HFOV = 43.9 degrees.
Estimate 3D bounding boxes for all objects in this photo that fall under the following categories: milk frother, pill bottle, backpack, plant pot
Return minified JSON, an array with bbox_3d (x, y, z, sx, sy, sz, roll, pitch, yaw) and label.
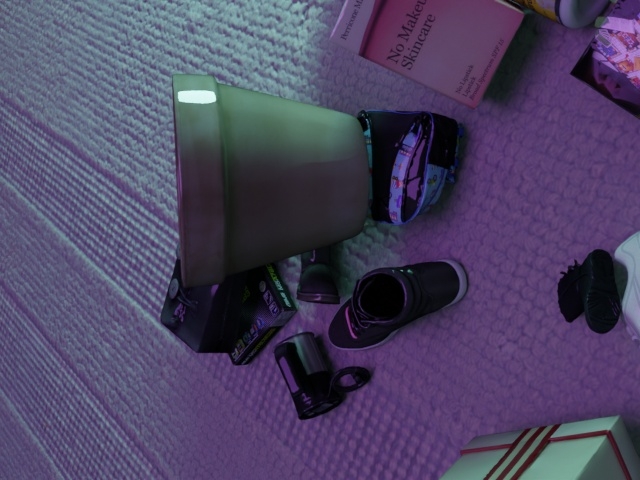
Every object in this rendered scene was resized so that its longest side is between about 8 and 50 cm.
[{"bbox_3d":[0.001,0.219,1.386,0.143,0.129,0.135,-23,67,-3],"label":"milk frother"},{"bbox_3d":[0.300,-0.367,1.078,0.184,0.103,0.103,43,118,38],"label":"pill bottle"},{"bbox_3d":[0.133,-0.111,1.231,0.158,0.116,0.174,10,96,45],"label":"backpack"},{"bbox_3d":[-0.082,-0.093,1.221,0.323,0.280,0.324,178,90,-78],"label":"plant pot"}]

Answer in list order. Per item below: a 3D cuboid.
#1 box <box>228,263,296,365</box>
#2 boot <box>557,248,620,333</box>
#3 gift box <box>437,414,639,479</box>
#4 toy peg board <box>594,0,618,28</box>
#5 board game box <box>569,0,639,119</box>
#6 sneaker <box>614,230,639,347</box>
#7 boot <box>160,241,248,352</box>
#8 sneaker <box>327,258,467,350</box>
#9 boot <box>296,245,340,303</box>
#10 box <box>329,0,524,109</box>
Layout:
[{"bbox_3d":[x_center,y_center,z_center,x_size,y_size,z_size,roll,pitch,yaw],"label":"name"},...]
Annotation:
[{"bbox_3d":[-0.145,0.118,1.558,0.191,0.045,0.184,-49,58,32],"label":"box"},{"bbox_3d":[0.340,0.078,1.022,0.099,0.045,0.121,113,167,-60],"label":"boot"},{"bbox_3d":[0.280,0.389,0.980,0.255,0.258,0.277,-16,97,42],"label":"gift box"},{"bbox_3d":[0.417,-0.274,0.974,0.160,0.079,0.161,23,105,44],"label":"toy peg board"},{"bbox_3d":[0.438,-0.182,0.924,0.259,0.030,0.136,40,120,18],"label":"board game box"},{"bbox_3d":[0.428,0.118,0.945,0.118,0.110,0.292,-24,64,50],"label":"sneaker"},{"bbox_3d":[-0.223,-0.049,1.550,0.367,0.146,0.446,-136,53,-60],"label":"boot"},{"bbox_3d":[0.077,0.106,1.261,0.295,0.146,0.105,-32,69,42],"label":"sneaker"},{"bbox_3d":[-0.002,0.000,1.366,0.189,0.076,0.209,-163,82,-74],"label":"boot"},{"bbox_3d":[0.150,-0.309,1.129,0.232,0.127,0.149,24,114,-1],"label":"box"}]
